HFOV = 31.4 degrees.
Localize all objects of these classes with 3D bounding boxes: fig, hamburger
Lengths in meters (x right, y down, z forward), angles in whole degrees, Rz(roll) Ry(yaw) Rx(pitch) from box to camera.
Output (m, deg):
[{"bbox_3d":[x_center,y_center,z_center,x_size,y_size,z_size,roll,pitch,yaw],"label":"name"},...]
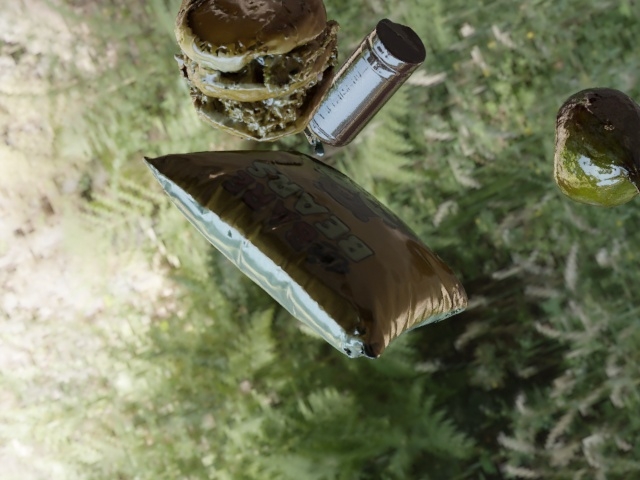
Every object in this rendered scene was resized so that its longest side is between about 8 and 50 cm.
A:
[{"bbox_3d":[0.400,-0.106,1.558,0.274,0.145,0.170,-103,10,-68],"label":"fig"},{"bbox_3d":[-0.088,-0.277,1.693,0.211,0.245,0.260,75,172,-45],"label":"hamburger"}]

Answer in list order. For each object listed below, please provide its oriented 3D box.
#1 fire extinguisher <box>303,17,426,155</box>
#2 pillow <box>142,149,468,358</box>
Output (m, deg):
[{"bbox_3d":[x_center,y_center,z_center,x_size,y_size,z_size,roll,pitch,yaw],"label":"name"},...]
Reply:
[{"bbox_3d":[0.062,-0.284,2.206,0.114,0.337,0.135,17,-133,-28],"label":"fire extinguisher"},{"bbox_3d":[0.000,0.000,1.211,0.310,0.119,0.312,42,-159,16],"label":"pillow"}]
